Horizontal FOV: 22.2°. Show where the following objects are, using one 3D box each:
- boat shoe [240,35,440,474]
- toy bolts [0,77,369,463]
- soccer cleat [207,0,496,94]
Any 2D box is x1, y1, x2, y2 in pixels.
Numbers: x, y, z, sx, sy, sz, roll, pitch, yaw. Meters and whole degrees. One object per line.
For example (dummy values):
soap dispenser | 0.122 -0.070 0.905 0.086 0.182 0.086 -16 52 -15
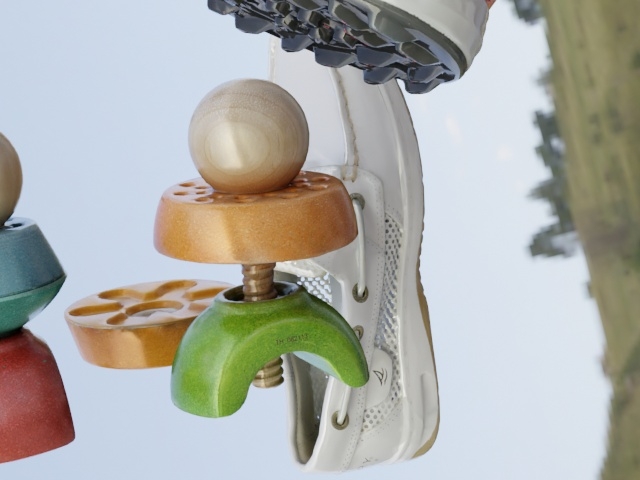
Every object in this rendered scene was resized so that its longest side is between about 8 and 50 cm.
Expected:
boat shoe | 0.000 0.000 0.941 0.096 0.098 0.277 -10 -89 -34
toy bolts | -0.114 0.001 0.834 0.218 0.228 0.159 18 116 62
soccer cleat | -0.067 -0.164 0.634 0.116 0.318 0.108 -64 -16 -8
